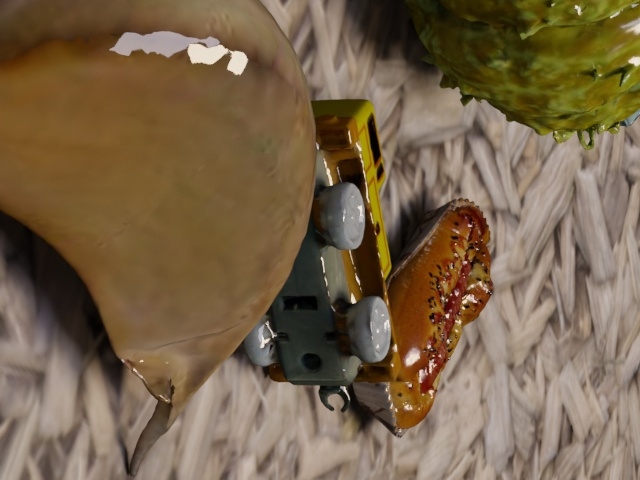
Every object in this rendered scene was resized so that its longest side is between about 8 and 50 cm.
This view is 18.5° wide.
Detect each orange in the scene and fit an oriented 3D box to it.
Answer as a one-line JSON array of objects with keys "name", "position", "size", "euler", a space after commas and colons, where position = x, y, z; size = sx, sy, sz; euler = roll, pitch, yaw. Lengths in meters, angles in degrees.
[{"name": "orange", "position": [0.168, -0.225, 1.349], "size": [0.301, 0.223, 0.300], "euler": [21, 86, -63]}]

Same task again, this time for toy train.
[{"name": "toy train", "position": [0.000, 0.000, 1.212], "size": [0.127, 0.089, 0.219], "euler": [-57, 140, -57]}]

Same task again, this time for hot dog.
[{"name": "hot dog", "position": [0.076, 0.050, 1.385], "size": [0.191, 0.059, 0.108], "euler": [-60, 146, -41]}]

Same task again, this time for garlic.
[{"name": "garlic", "position": [-0.100, -0.033, 1.019], "size": [0.196, 0.151, 0.338], "euler": [-45, 145, -13]}]

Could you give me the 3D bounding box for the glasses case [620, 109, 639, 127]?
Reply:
[{"name": "glasses case", "position": [0.230, -0.212, 1.640], "size": [0.105, 0.056, 0.266], "euler": [-50, 141, -11]}]
